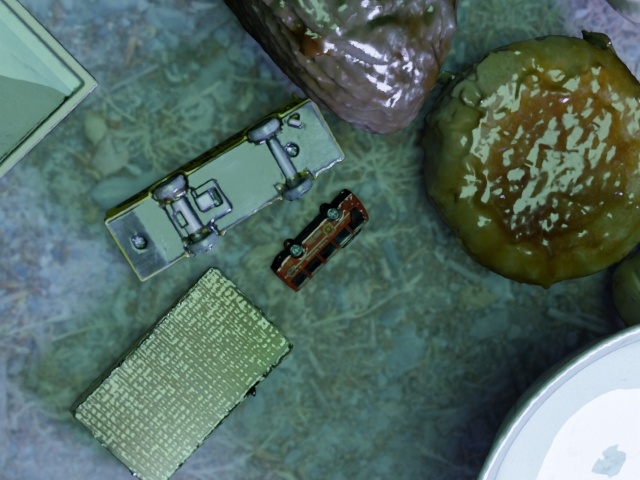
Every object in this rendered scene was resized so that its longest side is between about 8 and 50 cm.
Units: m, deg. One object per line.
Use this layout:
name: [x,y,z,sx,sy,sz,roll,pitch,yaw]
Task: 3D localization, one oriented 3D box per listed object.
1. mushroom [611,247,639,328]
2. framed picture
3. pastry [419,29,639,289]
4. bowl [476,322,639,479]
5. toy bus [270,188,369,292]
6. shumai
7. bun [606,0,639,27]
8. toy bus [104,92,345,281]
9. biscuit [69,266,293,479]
mushroom: [0.372,0.050,1.252,0.148,0.112,0.148,7,125,10]
framed picture: [-0.325,-0.165,1.105,0.150,0.015,0.203,-44,105,-4]
pastry: [0.217,-0.077,1.196,0.235,0.121,0.257,-31,106,-3]
bowl: [0.321,0.245,1.215,0.434,0.196,0.435,-3,106,-9]
toy bus: [0.000,0.000,1.198,0.110,0.031,0.043,-45,107,-2]
shumai: [0.045,-0.283,1.072,0.283,0.217,0.346,-33,101,-6]
bun: [0.313,-0.306,1.167,0.263,0.175,0.263,15,70,-48]
toy bus: [-0.090,-0.048,1.148,0.226,0.074,0.081,-33,103,-6]
biscuit: [-0.133,0.133,1.181,0.199,0.040,0.121,-45,103,-5]
